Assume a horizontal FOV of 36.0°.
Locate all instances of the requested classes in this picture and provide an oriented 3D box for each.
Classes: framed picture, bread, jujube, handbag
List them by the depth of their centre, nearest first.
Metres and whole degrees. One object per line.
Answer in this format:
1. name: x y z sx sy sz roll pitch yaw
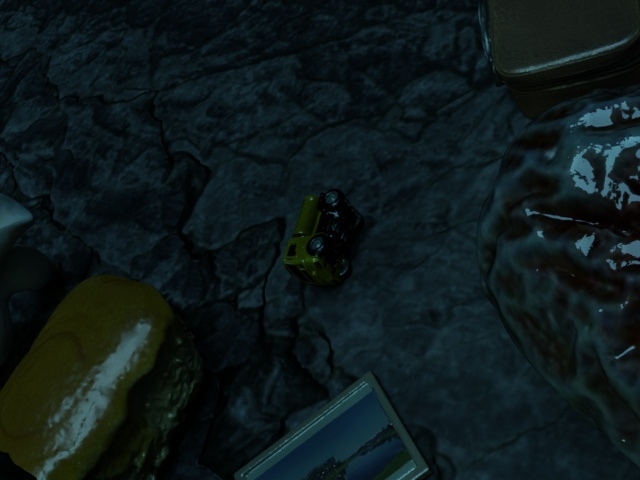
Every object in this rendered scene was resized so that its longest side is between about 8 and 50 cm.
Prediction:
1. jujube: 0.243 0.032 0.599 0.226 0.226 0.317 -45 44 -2
2. framed picture: 0.006 0.187 0.791 0.149 0.011 0.109 -38 45 5
3. handbag: 0.220 -0.207 0.889 0.151 0.072 0.193 -14 54 27
4. bread: -0.213 0.151 0.892 0.174 0.121 0.246 19 73 40

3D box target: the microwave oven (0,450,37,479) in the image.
1. microwave oven: -0.222 0.283 0.635 0.286 0.355 0.219 -14 52 27

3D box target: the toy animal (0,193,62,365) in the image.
1. toy animal: -0.432 0.094 1.038 0.310 0.183 0.247 -14 52 26

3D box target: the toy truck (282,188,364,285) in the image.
1. toy truck: 0.000 0.000 0.905 0.054 0.049 0.083 -4 56 34
